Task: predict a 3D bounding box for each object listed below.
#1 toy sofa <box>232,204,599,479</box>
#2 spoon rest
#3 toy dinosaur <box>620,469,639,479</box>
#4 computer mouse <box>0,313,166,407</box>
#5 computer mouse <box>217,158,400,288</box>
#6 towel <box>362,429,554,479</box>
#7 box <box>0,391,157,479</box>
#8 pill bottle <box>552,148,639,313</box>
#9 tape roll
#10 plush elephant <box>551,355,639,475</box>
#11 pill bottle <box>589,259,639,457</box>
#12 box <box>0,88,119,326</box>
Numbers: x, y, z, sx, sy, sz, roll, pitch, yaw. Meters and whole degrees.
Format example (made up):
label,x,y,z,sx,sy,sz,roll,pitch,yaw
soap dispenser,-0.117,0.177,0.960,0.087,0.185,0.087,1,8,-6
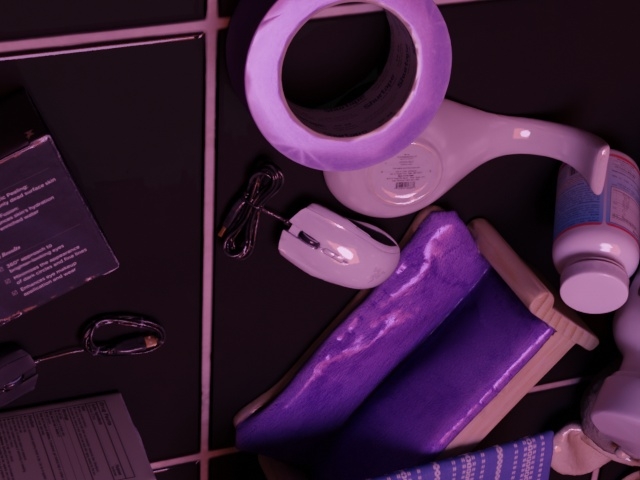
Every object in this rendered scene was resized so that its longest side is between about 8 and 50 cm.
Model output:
label,x,y,z,sx,sy,sz,roll,pitch,yaw
toy sofa,0.089,0.153,1.592,0.362,0.150,0.177,-48,129,11
spoon rest,0.137,-0.083,1.513,0.276,0.084,0.137,0,121,-9
toy dinosaur,0.332,0.382,1.917,0.118,0.064,0.268,-3,121,-31
computer mouse,-0.262,0.124,1.483,0.242,0.041,0.071,-17,126,-14
computer mouse,0.000,0.000,1.502,0.193,0.042,0.106,23,110,-25
towel,0.077,0.322,1.590,0.336,0.040,0.243,-11,126,-23
box,-0.286,0.254,1.490,0.232,0.148,0.127,-8,125,-19
pill bottle,0.277,-0.009,1.551,0.087,0.160,0.087,7,141,6
tape roll,0.016,-0.162,1.372,0.189,0.080,0.189,-7,116,-13
plush elephant,0.407,0.213,1.726,0.255,0.330,0.272,16,105,-7
pill bottle,0.419,0.052,1.551,0.210,0.210,0.363,38,74,-38
box,-0.283,-0.020,1.343,0.156,0.093,0.158,-27,130,-5
